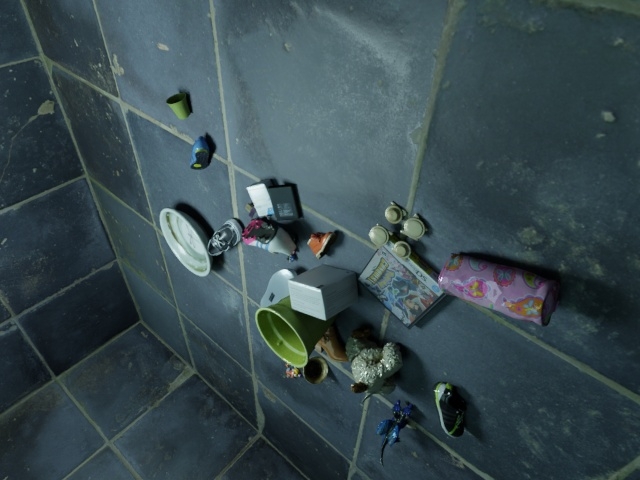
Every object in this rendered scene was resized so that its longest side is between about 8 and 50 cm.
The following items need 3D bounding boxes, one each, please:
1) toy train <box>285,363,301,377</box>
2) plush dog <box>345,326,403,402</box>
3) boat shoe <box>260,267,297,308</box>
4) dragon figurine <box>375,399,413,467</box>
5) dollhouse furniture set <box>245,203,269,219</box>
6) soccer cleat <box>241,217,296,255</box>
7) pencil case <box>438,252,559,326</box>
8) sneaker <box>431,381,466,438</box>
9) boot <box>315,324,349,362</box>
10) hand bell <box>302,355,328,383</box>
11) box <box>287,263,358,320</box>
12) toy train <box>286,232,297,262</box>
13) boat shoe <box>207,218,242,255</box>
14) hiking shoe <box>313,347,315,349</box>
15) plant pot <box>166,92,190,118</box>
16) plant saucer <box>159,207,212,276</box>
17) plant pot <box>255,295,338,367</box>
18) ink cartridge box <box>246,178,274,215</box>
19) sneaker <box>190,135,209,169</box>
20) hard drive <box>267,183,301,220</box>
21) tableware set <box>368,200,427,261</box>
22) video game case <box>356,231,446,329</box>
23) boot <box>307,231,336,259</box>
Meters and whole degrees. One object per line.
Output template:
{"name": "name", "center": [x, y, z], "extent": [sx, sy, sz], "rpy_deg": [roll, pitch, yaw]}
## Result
{"name": "toy train", "center": [-0.166, 0.678, 2.361], "extent": [0.125, 0.046, 0.166], "rpy_deg": [7, 125, 45]}
{"name": "plush dog", "center": [0.170, 0.458, 1.702], "extent": [0.225, 0.210, 0.263], "rpy_deg": [-123, 27, -44]}
{"name": "boat shoe", "center": [-0.155, 0.210, 1.899], "extent": [0.113, 0.105, 0.306], "rpy_deg": [44, 133, 18]}
{"name": "dragon figurine", "center": [0.283, 0.771, 1.803], "extent": [0.085, 0.289, 0.144], "rpy_deg": [31, 177, 31]}
{"name": "dollhouse furniture set", "center": [-0.242, -0.130, 1.793], "extent": [0.081, 0.091, 0.114], "rpy_deg": [25, -174, -32]}
{"name": "soccer cleat", "center": [-0.207, -0.001, 1.753], "extent": [0.143, 0.116, 0.331], "rpy_deg": [39, 170, -26]}
{"name": "pencil case", "center": [0.448, 0.119, 1.140], "extent": [0.284, 0.124, 0.124], "rpy_deg": [16, 131, 42]}
{"name": "sneaker", "center": [0.463, 0.598, 1.551], "extent": [0.097, 0.084, 0.235], "rpy_deg": [-8, 113, 50]}
{"name": "boot", "center": [0.055, 0.420, 1.876], "extent": [0.197, 0.073, 0.153], "rpy_deg": [13, 117, 25]}
{"name": "hand bell", "center": [-0.069, 0.614, 2.171], "extent": [0.126, 0.126, 0.242], "rpy_deg": [58, 156, -7]}
{"name": "box", "center": [0.011, 0.181, 1.611], "extent": [0.181, 0.180, 0.119], "rpy_deg": [11, 115, 44]}
{"name": "toy train", "center": [-0.110, 0.033, 1.769], "extent": [0.036, 0.027, 0.158], "rpy_deg": [28, 138, 15]}
{"name": "boat shoe", "center": [-0.448, -0.005, 2.051], "extent": [0.108, 0.102, 0.301], "rpy_deg": [55, 145, -3]}
{"name": "hiking shoe", "center": [-0.136, 0.391, 2.008], "extent": [0.304, 0.132, 0.113], "rpy_deg": [36, 141, 23]}
{"name": "plant pot", "center": [-0.551, -0.524, 1.757], "extent": [0.083, 0.083, 0.079], "rpy_deg": [23, 147, 35]}
{"name": "plant saucer", "center": [-0.666, -0.006, 2.298], "extent": [0.400, 0.100, 0.401], "rpy_deg": [30, 139, 30]}
{"name": "plant pot", "center": [-0.071, 0.309, 1.761], "extent": [0.276, 0.254, 0.276], "rpy_deg": [28, 137, 30]}
{"name": "ink cartridge box", "center": [-0.210, -0.161, 1.676], "extent": [0.088, 0.052, 0.123], "rpy_deg": [-8, 116, 32]}
{"name": "sneaker", "center": [-0.502, -0.361, 1.856], "extent": [0.209, 0.069, 0.082], "rpy_deg": [143, 123, -63]}
{"name": "hard drive", "center": [-0.131, -0.137, 1.613], "extent": [0.094, 0.022, 0.135], "rpy_deg": [-3, 122, 14]}
{"name": "tableware set", "center": [0.226, -0.025, 1.312], "extent": [0.141, 0.020, 0.169], "rpy_deg": [40, 124, 17]}
{"name": "video game case", "center": [0.257, 0.138, 1.435], "extent": [0.248, 0.035, 0.275], "rpy_deg": [43, 143, 13]}
{"name": "boot", "center": [0.000, 0.000, 1.591], "extent": [0.085, 0.059, 0.158], "rpy_deg": [52, 146, 10]}
